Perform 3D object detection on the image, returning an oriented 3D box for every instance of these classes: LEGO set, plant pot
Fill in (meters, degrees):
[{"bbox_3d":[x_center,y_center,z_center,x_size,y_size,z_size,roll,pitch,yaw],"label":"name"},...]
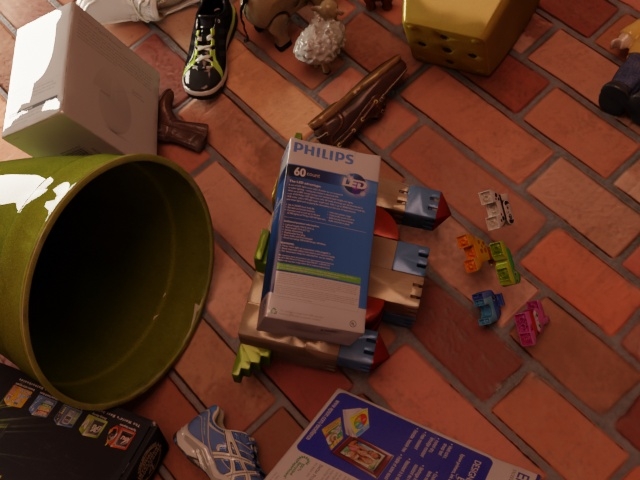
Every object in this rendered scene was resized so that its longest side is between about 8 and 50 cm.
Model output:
[{"bbox_3d":[0.269,0.040,1.214,0.087,0.093,0.227,-17,87,40],"label":"LEGO set"},{"bbox_3d":[-0.412,0.022,1.225,0.353,0.366,0.366,15,67,29],"label":"plant pot"},{"bbox_3d":[0.244,-0.404,1.385,0.212,0.212,0.187,18,82,18],"label":"plant pot"}]

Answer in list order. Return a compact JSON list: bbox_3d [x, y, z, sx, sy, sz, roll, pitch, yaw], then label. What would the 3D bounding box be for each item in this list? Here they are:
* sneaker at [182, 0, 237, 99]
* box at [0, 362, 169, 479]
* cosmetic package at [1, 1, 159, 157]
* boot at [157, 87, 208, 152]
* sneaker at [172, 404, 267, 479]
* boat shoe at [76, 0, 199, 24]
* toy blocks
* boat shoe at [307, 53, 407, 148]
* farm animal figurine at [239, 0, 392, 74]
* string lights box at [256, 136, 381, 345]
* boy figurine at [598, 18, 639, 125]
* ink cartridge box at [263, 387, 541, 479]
[{"bbox_3d":[-0.214,-0.370,1.499,0.084,0.097,0.234,1,64,11],"label":"sneaker"},{"bbox_3d":[-0.465,0.346,1.158,0.395,0.097,0.318,17,56,17],"label":"box"},{"bbox_3d":[-0.395,-0.232,1.378,0.138,0.224,0.224,-16,60,25],"label":"cosmetic package"},{"bbox_3d":[-0.242,-0.215,1.461,0.114,0.037,0.106,13,80,20],"label":"boot"},{"bbox_3d":[-0.116,0.317,1.150,0.211,0.080,0.081,39,79,23],"label":"sneaker"},{"bbox_3d":[-0.332,-0.468,1.569,0.277,0.098,0.096,-21,61,-2],"label":"boat shoe"},{"bbox_3d":[0.043,0.048,1.219,0.261,0.191,0.381,13,67,4],"label":"toy blocks"},{"bbox_3d":[0.074,-0.234,1.402,0.207,0.073,0.073,-41,102,-7],"label":"boat shoe"},{"bbox_3d":[-0.038,-0.503,1.490,0.330,0.172,0.327,30,73,22],"label":"farm animal figurine"},{"bbox_3d":[0.000,0.000,1.107,0.133,0.077,0.259,11,67,-10],"label":"string lights box"},{"bbox_3d":[0.576,-0.317,1.334,0.177,0.092,0.285,31,76,25],"label":"boy figurine"},{"bbox_3d":[0.087,0.341,1.019,0.307,0.072,0.303,22,31,19],"label":"ink cartridge box"}]
